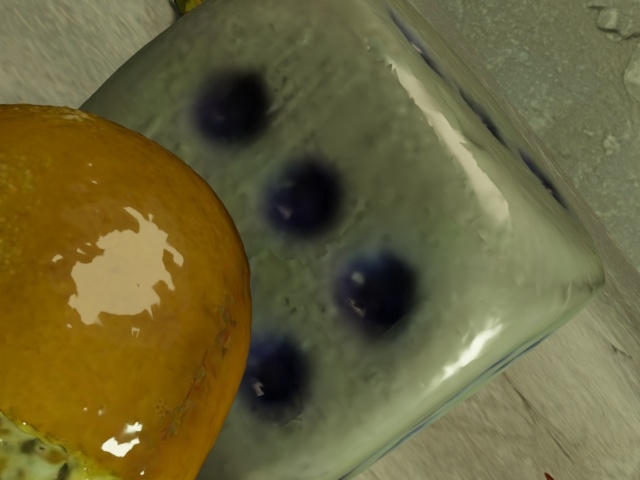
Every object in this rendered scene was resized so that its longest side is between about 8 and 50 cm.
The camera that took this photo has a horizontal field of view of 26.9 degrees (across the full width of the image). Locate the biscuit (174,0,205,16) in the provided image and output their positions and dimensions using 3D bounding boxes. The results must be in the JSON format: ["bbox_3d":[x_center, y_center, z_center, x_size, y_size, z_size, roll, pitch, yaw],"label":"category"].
[{"bbox_3d":[-0.084,-0.117,0.951,0.048,0.026,0.292,23,25,-19],"label":"biscuit"}]

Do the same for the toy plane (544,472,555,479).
[{"bbox_3d":[0.161,0.202,0.849,0.189,0.061,0.130,16,38,-57],"label":"toy plane"}]

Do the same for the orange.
[{"bbox_3d":[-0.090,0.033,0.381,0.134,0.156,0.156,31,15,6],"label":"orange"}]

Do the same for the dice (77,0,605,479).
[{"bbox_3d":[0.000,0.000,0.610,0.193,0.194,0.192,56,17,12],"label":"dice"}]
